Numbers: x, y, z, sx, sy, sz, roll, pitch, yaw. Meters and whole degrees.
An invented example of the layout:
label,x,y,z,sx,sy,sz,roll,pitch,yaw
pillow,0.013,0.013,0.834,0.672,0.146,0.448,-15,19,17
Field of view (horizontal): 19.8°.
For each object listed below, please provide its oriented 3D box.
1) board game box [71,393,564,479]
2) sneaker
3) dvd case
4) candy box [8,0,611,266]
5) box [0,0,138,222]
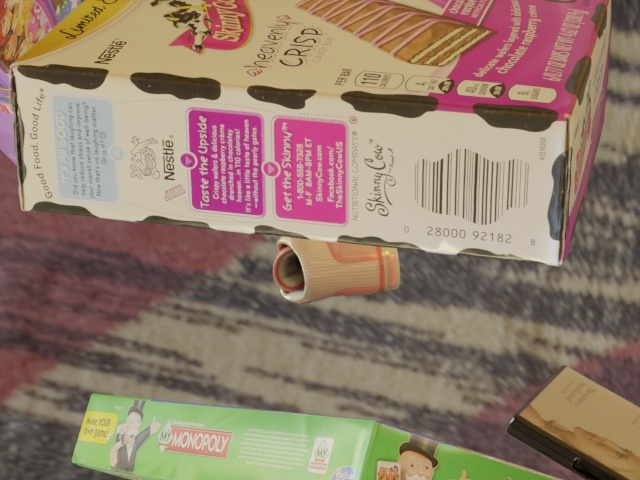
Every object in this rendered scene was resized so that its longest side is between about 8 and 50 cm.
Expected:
label,x,y,z,sx,sy,sz,roll,pitch,yaw
board game box,0.028,0.135,0.970,0.214,0.317,0.046,21,78,-28
sneaker,0.000,0.000,1.123,0.070,0.134,0.051,-12,111,-8
dvd case,0.305,0.205,1.678,0.253,0.180,0.022,30,110,14
candy box,0.003,-0.064,0.805,0.233,0.159,0.071,5,117,12
box,-0.134,-0.148,0.988,0.057,0.293,0.200,10,76,13
